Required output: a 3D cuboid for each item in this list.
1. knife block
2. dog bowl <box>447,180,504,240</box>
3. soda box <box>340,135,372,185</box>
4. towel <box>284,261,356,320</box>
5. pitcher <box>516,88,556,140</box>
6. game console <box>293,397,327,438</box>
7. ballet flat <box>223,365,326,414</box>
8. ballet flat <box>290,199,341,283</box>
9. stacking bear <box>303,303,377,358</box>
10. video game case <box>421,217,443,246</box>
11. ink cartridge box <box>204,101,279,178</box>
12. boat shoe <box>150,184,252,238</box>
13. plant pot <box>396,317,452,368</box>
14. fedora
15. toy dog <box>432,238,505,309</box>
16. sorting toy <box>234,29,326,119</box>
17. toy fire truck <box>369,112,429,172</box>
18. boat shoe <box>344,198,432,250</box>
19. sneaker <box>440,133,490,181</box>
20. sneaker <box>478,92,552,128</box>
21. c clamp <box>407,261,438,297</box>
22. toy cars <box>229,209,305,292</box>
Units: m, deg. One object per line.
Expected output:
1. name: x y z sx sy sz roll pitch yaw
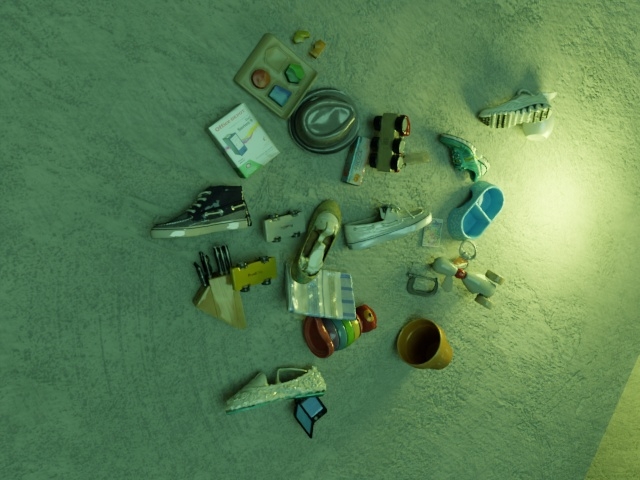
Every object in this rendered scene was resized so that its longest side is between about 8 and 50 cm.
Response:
1. knife block: -0.331 0.153 1.769 0.276 0.088 0.242 33 86 -24
2. dog bowl: 0.678 -0.123 2.156 0.297 0.074 0.166 -49 114 -8
3. soda box: 0.136 -0.302 1.903 0.063 0.058 0.182 14 93 -25
4. towel: 0.000 0.192 1.879 0.285 0.034 0.209 12 54 -22
5. pitcher: 0.925 -0.549 2.171 0.178 0.125 0.206 10 85 -4
6. game console: -0.038 0.686 1.990 0.124 0.085 0.144 -36 111 -13
7. ballet flat: -0.176 0.561 1.903 0.410 0.147 0.146 -3 101 -26
8. ballet flat: 0.000 0.000 1.829 0.123 0.123 0.348 33 73 -24
9. stacking bear: 0.095 0.335 1.949 0.289 0.164 0.175 -15 68 -30
10. video game case: 0.473 -0.034 2.119 0.087 0.011 0.121 4 97 -23
11. ink cartridge box: -0.267 -0.340 1.707 0.154 0.093 0.212 -39 110 -11
12. boat shoe: -0.407 -0.100 1.686 0.341 0.127 0.157 -10 97 -29
13. plant pot: 0.459 0.456 2.113 0.188 0.205 0.205 36 84 -40
14. fedora: 0.028 -0.430 1.779 0.276 0.124 0.243 -15 98 -12
15. toy dog: 0.632 0.155 2.169 0.220 0.161 0.333 -43 100 -3
16. sorting toy: -0.123 -0.607 1.731 0.229 0.041 0.307 35 85 -16
17. toy fire truck: 0.316 -0.370 1.938 0.246 0.159 0.216 -11 108 -60
18. boat shoe: 0.259 -0.091 1.964 0.368 0.136 0.156 -18 103 -9
19. sneaker: 0.592 -0.344 2.069 0.275 0.107 0.110 35 94 -24
20. sneaker: 0.810 -0.549 2.102 0.293 0.110 0.118 -7 66 4
21. c clamp: 0.435 0.176 2.119 0.161 0.022 0.137 17 103 -17
22. toy cars: -0.197 0.028 1.785 0.176 0.087 0.393 49 62 -37
